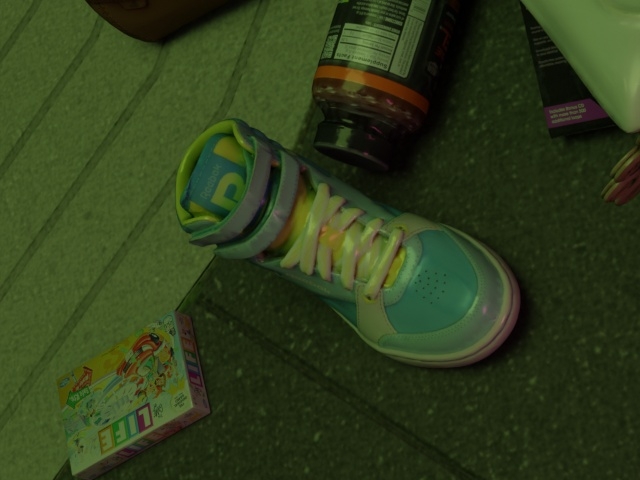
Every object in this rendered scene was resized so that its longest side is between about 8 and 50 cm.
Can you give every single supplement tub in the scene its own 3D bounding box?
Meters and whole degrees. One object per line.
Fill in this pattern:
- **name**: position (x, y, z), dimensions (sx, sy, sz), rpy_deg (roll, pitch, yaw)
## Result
- **supplement tub**: position (0.055, -0.163, 1.694), dimensions (0.106, 0.106, 0.198), rpy_deg (12, 82, 41)

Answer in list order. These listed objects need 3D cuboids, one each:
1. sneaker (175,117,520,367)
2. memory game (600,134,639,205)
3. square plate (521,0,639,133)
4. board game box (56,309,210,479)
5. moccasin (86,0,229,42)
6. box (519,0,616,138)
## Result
- **sneaker**: position (0.000, 0.000, 1.606), dimensions (0.319, 0.208, 0.127), rpy_deg (23, 87, 41)
- **memory game**: position (0.279, -0.091, 1.445), dimensions (0.186, 0.186, 0.012), rpy_deg (-47, 75, 15)
- **square plate**: position (0.282, -0.285, 1.439), dimensions (0.344, 0.049, 0.347), rpy_deg (-35, 47, 5)
- **board game box**: position (-0.177, 0.145, 1.814), dimensions (0.154, 0.026, 0.103), rpy_deg (-31, 57, 26)
- **moccasin**: position (-0.083, -0.322, 1.837), dimensions (0.380, 0.147, 0.139), rpy_deg (-21, 61, 32)
- **box**: position (0.222, -0.171, 1.565), dimensions (0.116, 0.029, 0.162), rpy_deg (-11, 95, 36)
